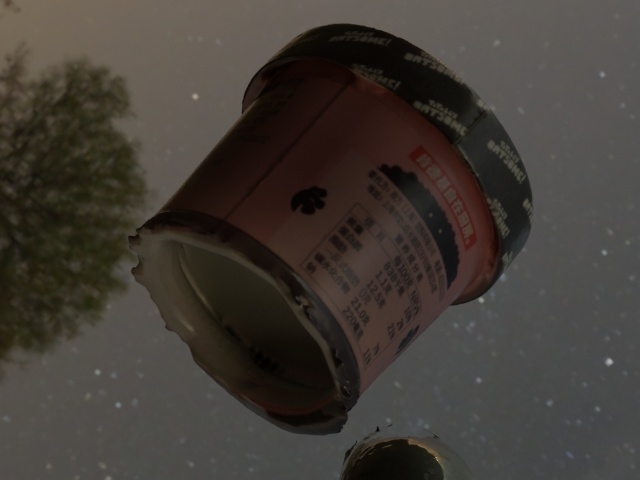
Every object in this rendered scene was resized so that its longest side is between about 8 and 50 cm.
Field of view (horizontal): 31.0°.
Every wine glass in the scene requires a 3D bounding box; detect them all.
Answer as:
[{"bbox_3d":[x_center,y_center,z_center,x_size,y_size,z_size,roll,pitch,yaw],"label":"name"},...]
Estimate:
[{"bbox_3d":[0.082,0.246,0.969,0.143,0.143,0.321,-47,-173,0],"label":"wine glass"}]

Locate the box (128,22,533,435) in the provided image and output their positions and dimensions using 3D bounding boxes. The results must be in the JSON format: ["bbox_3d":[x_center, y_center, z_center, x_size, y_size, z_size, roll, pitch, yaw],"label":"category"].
[{"bbox_3d":[0.000,0.000,0.526,0.151,0.151,0.135,-8,-146,52],"label":"box"}]
